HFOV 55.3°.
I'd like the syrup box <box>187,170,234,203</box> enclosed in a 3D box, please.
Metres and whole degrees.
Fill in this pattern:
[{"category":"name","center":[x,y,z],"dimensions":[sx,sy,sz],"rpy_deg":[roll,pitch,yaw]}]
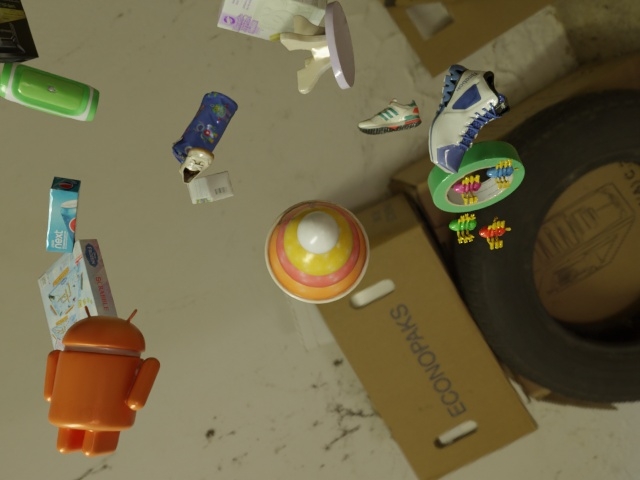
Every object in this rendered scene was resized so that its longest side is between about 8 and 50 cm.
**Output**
[{"category":"syrup box","center":[-0.414,-0.196,2.279],"dimensions":[0.237,0.093,0.096],"rpy_deg":[0,106,62]}]

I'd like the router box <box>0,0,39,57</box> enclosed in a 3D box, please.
[{"category":"router box","center":[-0.946,-0.620,1.689],"dimensions":[0.309,0.081,0.242],"rpy_deg":[-47,-54,-70]}]

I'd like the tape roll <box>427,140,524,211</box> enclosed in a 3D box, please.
[{"category":"tape roll","center":[0.535,-0.214,2.111],"dimensions":[0.321,0.321,0.077],"rpy_deg":[63,-167,-62]}]

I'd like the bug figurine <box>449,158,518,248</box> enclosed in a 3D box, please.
[{"category":"bug figurine","center":[0.487,-0.111,1.826],"dimensions":[0.072,0.216,0.279],"rpy_deg":[-137,44,-59]}]

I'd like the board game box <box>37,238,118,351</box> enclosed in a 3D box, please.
[{"category":"board game box","center":[-0.753,0.203,1.897],"dimensions":[0.066,0.319,0.318],"rpy_deg":[-3,-112,-48]}]

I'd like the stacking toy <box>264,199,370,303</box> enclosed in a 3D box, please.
[{"category":"stacking toy","center":[0.000,0.000,1.849],"dimensions":[0.350,0.351,0.480],"rpy_deg":[58,172,7]}]

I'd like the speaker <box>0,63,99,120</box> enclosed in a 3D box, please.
[{"category":"speaker","center":[-0.903,-0.493,2.038],"dimensions":[0.297,0.131,0.131],"rpy_deg":[13,-156,-30]}]

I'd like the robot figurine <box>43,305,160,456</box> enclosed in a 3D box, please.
[{"category":"robot figurine","center":[-0.335,0.210,0.930],"dimensions":[0.128,0.158,0.219],"rpy_deg":[15,-107,-37]}]

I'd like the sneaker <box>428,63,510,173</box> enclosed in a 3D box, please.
[{"category":"sneaker","center":[0.427,-0.350,1.724],"dimensions":[0.182,0.315,0.127],"rpy_deg":[10,176,38]}]

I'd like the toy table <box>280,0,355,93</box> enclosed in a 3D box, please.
[{"category":"toy table","center":[0.000,-0.588,1.885],"dimensions":[0.252,0.161,0.274],"rpy_deg":[40,-134,-59]}]

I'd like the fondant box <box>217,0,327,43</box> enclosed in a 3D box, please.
[{"category":"fondant box","center":[-0.169,-0.801,2.113],"dimensions":[0.238,0.330,0.096],"rpy_deg":[140,138,-64]}]

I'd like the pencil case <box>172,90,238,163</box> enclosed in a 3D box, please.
[{"category":"pencil case","center":[-0.422,-0.400,2.210],"dimensions":[0.133,0.306,0.119],"rpy_deg":[36,162,-28]}]

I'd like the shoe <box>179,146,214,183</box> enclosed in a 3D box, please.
[{"category":"shoe","center":[-0.377,-0.224,1.847],"dimensions":[0.077,0.058,0.219],"rpy_deg":[17,163,-22]}]

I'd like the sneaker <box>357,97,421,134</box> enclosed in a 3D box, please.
[{"category":"sneaker","center":[0.171,-0.315,1.543],"dimensions":[0.057,0.161,0.075],"rpy_deg":[60,-158,-83]}]

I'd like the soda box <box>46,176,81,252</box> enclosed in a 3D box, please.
[{"category":"soda box","center":[-0.710,-0.068,1.689],"dimensions":[0.067,0.071,0.210],"rpy_deg":[-107,31,-51]}]
